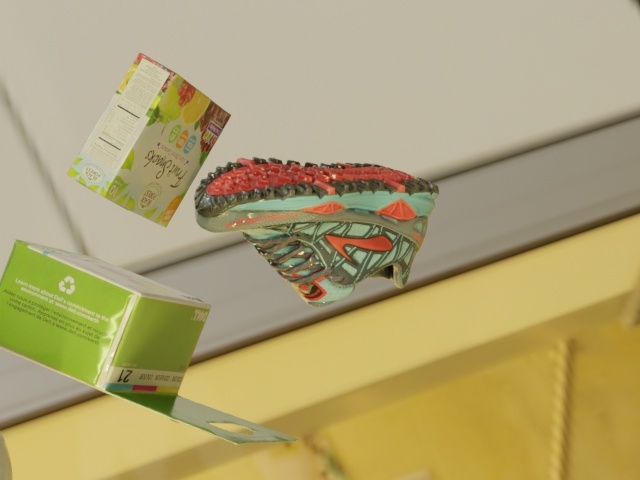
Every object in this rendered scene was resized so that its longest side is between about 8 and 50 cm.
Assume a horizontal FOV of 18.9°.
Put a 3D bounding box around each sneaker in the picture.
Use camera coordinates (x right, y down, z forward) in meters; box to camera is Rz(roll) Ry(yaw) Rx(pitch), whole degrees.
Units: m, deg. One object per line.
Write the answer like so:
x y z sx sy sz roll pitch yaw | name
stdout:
0.000 0.000 1.643 0.104 0.262 0.125 20 104 46 | sneaker

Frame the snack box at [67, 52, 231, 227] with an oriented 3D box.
-0.120 -0.069 1.379 0.037 0.100 0.141 32 180 16 | snack box

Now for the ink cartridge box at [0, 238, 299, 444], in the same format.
-0.143 0.094 1.712 0.097 0.255 0.189 -70 -17 0 | ink cartridge box

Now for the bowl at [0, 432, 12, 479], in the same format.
-0.372 0.158 1.535 0.298 0.298 0.134 117 164 -60 | bowl
